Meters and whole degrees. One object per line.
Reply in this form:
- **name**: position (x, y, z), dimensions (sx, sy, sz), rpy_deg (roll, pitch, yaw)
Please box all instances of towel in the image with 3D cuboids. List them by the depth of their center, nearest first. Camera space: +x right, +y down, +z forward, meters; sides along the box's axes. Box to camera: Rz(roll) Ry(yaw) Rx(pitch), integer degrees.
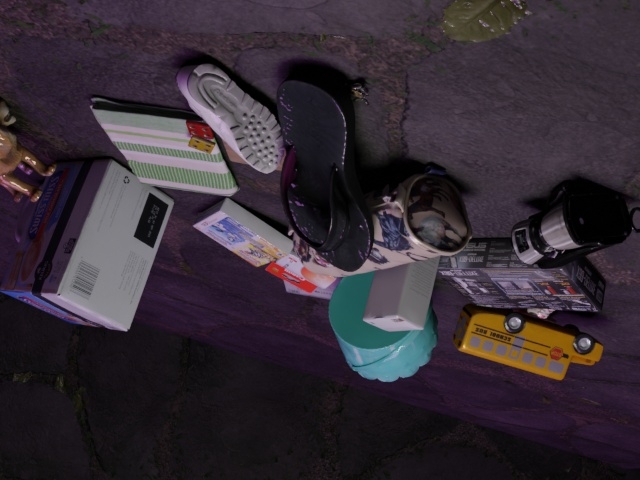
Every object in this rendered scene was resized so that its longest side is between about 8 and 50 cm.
- **towel**: position (-0.311, -0.186, 1.664), dimensions (0.248, 0.038, 0.325), rpy_deg (10, 158, 12)

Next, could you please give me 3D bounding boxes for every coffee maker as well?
- **coffee maker**: position (0.456, -0.012, 1.432), dimensions (0.171, 0.120, 0.178), rpy_deg (19, 161, -13)

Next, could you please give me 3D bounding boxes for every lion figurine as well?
- **lion figurine**: position (-0.744, -0.195, 1.814), dimensions (0.240, 0.142, 0.392), rpy_deg (35, 158, -28)

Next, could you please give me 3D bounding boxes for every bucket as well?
- **bucket**: position (0.159, 0.202, 2.041), dimensions (0.281, 0.281, 0.183), rpy_deg (7, 154, 22)

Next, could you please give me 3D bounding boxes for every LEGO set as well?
- **LEGO set**: position (0.053, -0.237, 1.273), dimensions (0.083, 0.023, 0.054), rpy_deg (16, 164, 41)

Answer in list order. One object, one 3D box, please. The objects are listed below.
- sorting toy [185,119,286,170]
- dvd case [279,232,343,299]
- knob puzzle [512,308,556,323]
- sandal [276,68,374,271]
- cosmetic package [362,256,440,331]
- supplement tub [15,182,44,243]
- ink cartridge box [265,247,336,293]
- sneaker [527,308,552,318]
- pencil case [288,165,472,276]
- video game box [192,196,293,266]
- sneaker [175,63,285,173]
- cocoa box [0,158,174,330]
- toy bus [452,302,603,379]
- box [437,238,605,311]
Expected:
- **sorting toy**: position (-0.119, -0.186, 1.495), dimensions (0.274, 0.046, 0.132), rpy_deg (11, 160, 9)
- **dvd case**: position (-0.020, 0.074, 2.081), dimensions (0.179, 0.029, 0.238), rpy_deg (10, 146, 15)
- **knob puzzle**: position (0.513, 0.190, 2.081), dimensions (0.213, 0.030, 0.213), rpy_deg (13, 160, 5)
- **sandal**: position (-0.012, -0.089, 1.389), dimensions (0.167, 0.107, 0.445), rpy_deg (18, 144, 26)
- **cosmetic package**: position (0.179, 0.073, 1.706), dimensions (0.085, 0.231, 0.117), rpy_deg (27, 158, -30)
- **supplement tub**: position (-0.630, -0.011, 2.146), dimensions (0.193, 0.193, 0.316), rpy_deg (-2, 154, 40)
- **ink cartridge box**: position (-0.054, 0.084, 2.048), dimensions (0.145, 0.045, 0.179), rpy_deg (29, 142, -12)
- **sneaker**: position (0.547, 0.152, 1.890), dimensions (0.134, 0.070, 0.051), rpy_deg (-4, 151, 42)
- **pencil case**: position (0.102, -0.027, 1.600), dimensions (0.183, 0.160, 0.410), rpy_deg (39, 152, -23)
- **video game box**: position (-0.192, -0.016, 1.974), dimensions (0.205, 0.048, 0.187), rpy_deg (34, 158, -19)
- **sneaker**: position (-0.152, -0.211, 1.378), dimensions (0.095, 0.090, 0.235), rpy_deg (12, 148, 55)
- **cocoa box**: position (-0.548, 0.009, 1.905), dimensions (0.228, 0.347, 0.231), rpy_deg (2, 156, 35)
- **toy bus**: position (0.503, 0.244, 1.948), dimensions (0.333, 0.130, 0.108), rpy_deg (17, -174, -5)
- **box**: position (0.432, 0.077, 1.761), dimensions (0.307, 0.076, 0.242), rpy_deg (-1, 155, 39)
